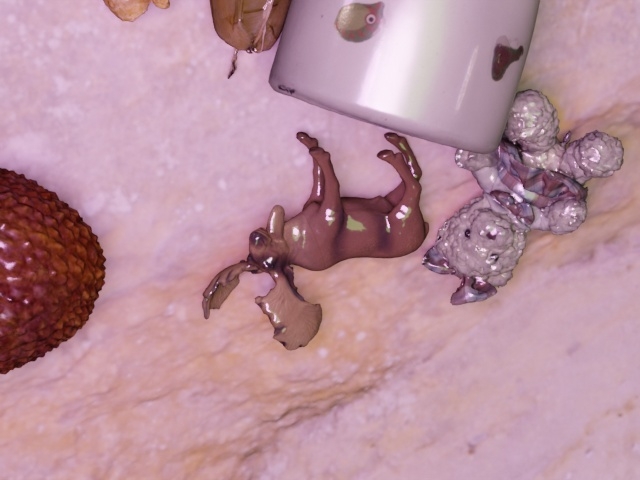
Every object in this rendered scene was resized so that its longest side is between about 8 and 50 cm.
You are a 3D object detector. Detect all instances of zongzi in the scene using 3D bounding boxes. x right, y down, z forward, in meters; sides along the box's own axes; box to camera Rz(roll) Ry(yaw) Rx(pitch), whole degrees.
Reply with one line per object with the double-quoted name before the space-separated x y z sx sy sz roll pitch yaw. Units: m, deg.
"zongzi" -0.017 -0.247 1.302 0.178 0.081 0.189 -18 113 -22

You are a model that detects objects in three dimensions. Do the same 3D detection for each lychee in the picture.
"lychee" -0.285 0.026 1.253 0.194 0.194 0.194 -2 102 -10

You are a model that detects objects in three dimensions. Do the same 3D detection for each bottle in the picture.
"bottle" 0.108 -0.262 1.236 0.229 0.229 0.351 17 98 -13

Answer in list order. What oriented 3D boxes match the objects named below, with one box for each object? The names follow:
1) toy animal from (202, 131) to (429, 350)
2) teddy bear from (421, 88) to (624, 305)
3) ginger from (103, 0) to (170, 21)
"toy animal" 0.000 0.000 1.339 0.214 0.094 0.186 -2 110 -18
"teddy bear" 0.181 -0.045 1.366 0.133 0.111 0.213 37 117 4
"ginger" -0.162 -0.303 1.245 0.176 0.052 0.193 45 117 8
